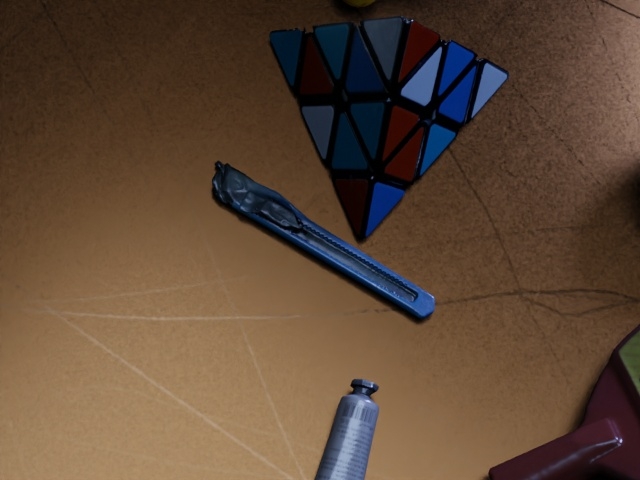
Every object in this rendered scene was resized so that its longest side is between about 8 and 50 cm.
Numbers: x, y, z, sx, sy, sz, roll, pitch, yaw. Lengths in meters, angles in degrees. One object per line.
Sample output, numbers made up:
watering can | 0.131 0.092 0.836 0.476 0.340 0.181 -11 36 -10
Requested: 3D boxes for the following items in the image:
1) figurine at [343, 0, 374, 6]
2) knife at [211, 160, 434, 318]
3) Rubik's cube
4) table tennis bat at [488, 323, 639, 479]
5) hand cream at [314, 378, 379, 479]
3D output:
figurine | 0.079 -0.434 1.887 0.323 0.196 0.320 7 111 5
knife | 0.000 -0.001 1.797 0.296 0.026 0.044 31 57 7
Rubik's cube | 0.069 -0.156 1.754 0.284 0.234 0.250 14 68 -1
table tennis bat | 0.368 0.173 1.673 0.415 0.051 0.268 -27 35 8
hand cream | 0.023 0.241 1.698 0.067 0.042 0.194 19 73 -7
